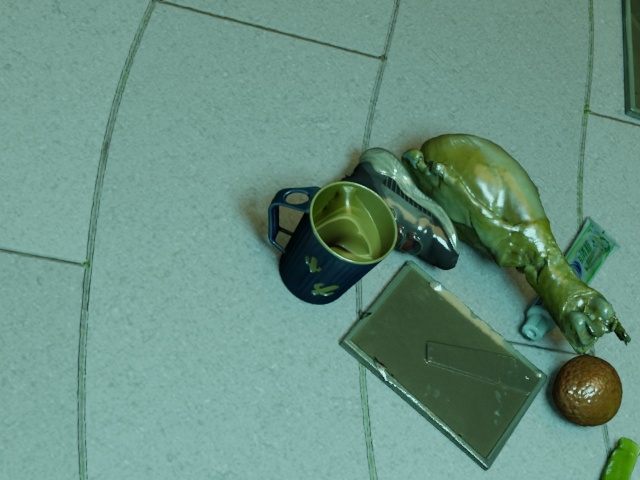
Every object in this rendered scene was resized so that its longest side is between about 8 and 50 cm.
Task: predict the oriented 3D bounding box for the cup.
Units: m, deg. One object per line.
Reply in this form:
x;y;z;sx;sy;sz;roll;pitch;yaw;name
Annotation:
0.000;0.000;1.716;0.176;0.155;0.131;31;52;-3;cup

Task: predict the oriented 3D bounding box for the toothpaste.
0.399;0.062;1.941;0.075;0.048;0.297;43;49;2;toothpaste

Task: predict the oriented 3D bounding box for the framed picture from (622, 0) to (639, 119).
0.685;-0.329;2.332;0.241;0.020;0.324;17;54;-15;framed picture

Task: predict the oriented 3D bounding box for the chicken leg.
0.301;0.004;1.828;0.153;0.201;0.429;-38;70;3;chicken leg

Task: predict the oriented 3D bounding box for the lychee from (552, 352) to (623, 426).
0.402;0.216;1.807;0.140;0.101;0.114;-26;65;-29;lychee

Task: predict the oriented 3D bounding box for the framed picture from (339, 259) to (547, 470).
0.187;0.176;1.782;0.281;0.019;0.209;42;52;3;framed picture

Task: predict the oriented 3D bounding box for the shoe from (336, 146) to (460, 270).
0.110;-0.034;1.834;0.112;0.099;0.227;-29;72;-29;shoe

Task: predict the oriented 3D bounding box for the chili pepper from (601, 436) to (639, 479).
0.428;0.376;1.761;0.052;0.050;0.201;4;52;21;chili pepper
